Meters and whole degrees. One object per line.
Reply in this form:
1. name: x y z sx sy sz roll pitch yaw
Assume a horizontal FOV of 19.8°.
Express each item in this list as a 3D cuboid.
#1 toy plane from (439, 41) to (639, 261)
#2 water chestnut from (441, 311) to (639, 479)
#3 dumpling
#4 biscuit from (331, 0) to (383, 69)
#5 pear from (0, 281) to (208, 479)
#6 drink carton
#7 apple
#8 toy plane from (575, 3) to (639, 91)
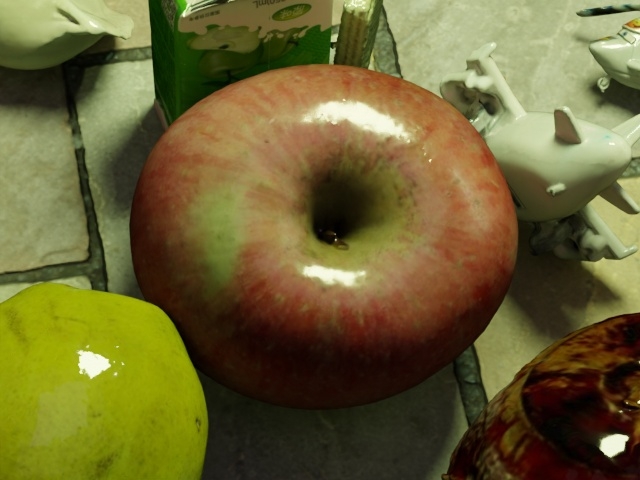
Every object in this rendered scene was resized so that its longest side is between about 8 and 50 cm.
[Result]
1. toy plane: 0.213 -0.076 1.735 0.252 0.252 0.118 40 69 16
2. water chestnut: 0.275 0.237 1.549 0.350 0.302 0.350 -10 28 6
3. dumpling: -0.287 -0.238 1.850 0.229 0.124 0.151 19 23 14
4. biscuit: 0.037 -0.211 1.808 0.040 0.199 0.121 16 61 3
5. pear: -0.221 0.191 1.538 0.253 0.253 0.307 6 77 -2
6. drink carton: -0.080 -0.189 1.745 0.161 0.271 0.108 -16 59 -12
7. apple: 0.000 0.000 1.666 0.344 0.269 0.345 1 81 -5
8. toy plane: 0.408 -0.186 1.911 0.273 0.107 0.182 6 14 -31
